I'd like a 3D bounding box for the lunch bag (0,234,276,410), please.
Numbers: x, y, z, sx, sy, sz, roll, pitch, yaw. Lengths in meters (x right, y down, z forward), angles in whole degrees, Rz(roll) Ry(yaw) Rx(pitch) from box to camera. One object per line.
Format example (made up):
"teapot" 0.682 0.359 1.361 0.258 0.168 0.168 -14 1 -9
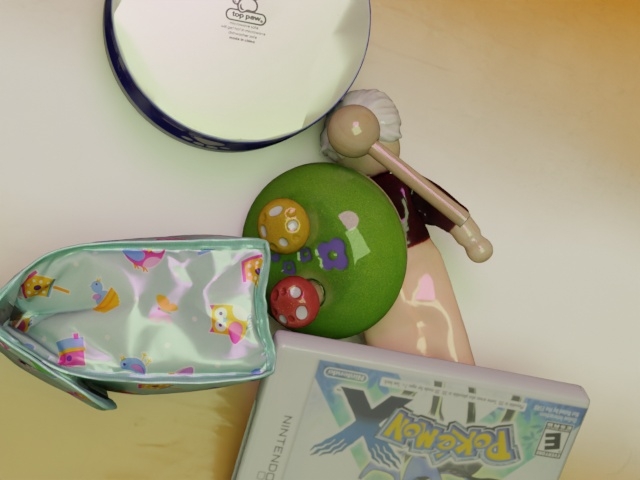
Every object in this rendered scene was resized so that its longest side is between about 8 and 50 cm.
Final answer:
"lunch bag" -0.186 0.080 1.195 0.262 0.223 0.160 -4 84 -13

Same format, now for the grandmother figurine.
"grandmother figurine" 0.071 0.010 1.320 0.207 0.104 0.342 -13 91 -2

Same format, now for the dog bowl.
"dog bowl" -0.085 -0.224 1.278 0.264 0.104 0.265 0 90 -13

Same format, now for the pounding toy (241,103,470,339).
"pounding toy" 0.000 0.000 1.234 0.183 0.110 0.237 48 115 11

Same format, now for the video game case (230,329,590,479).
"video game case" 0.075 0.253 1.289 0.329 0.036 0.300 11 113 -13
